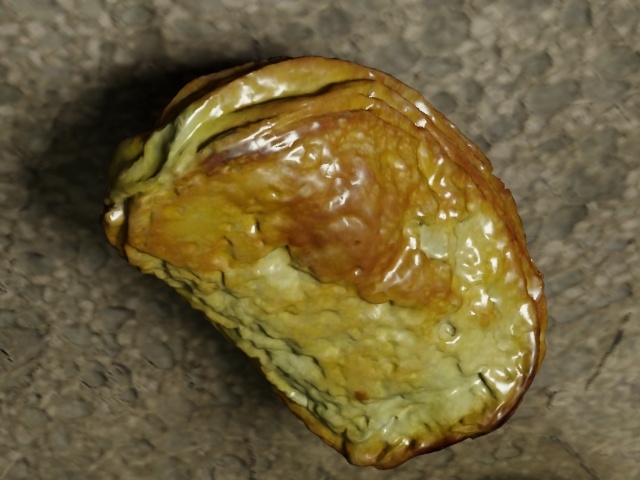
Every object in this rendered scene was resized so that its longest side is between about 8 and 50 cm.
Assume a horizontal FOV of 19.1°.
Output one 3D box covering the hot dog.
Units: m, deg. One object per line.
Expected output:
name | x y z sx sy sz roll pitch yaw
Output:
hot dog | 0.001 -0.001 0.974 0.175 0.114 0.259 -23 128 27
